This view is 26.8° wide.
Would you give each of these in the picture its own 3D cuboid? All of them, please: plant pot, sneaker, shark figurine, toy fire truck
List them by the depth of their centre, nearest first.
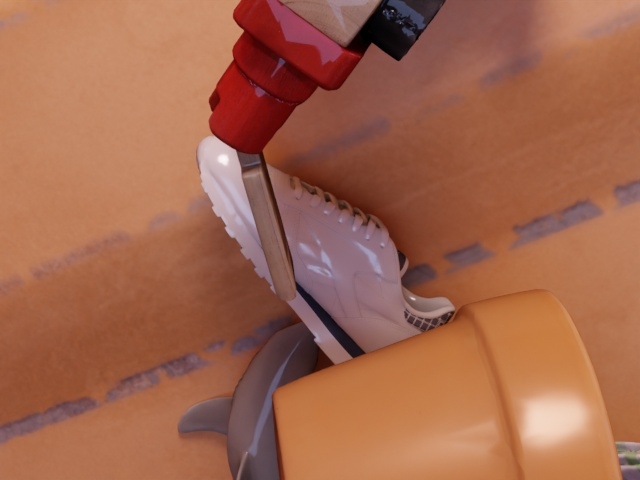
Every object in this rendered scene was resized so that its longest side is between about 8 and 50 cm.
[{"bbox_3d":[-0.007,-0.110,0.893,0.158,0.217,0.246,36,115,-5],"label":"toy fire truck"},{"bbox_3d":[0.077,0.188,0.937,0.203,0.291,0.291,-6,112,-4],"label":"plant pot"},{"bbox_3d":[0.000,0.000,1.019,0.095,0.090,0.235,-37,108,14],"label":"sneaker"},{"bbox_3d":[-0.029,0.217,1.095,0.166,0.116,0.278,-19,106,20],"label":"shark figurine"}]

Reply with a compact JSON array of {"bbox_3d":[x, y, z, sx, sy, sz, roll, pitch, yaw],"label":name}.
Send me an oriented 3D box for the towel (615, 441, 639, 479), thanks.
[{"bbox_3d":[0.344,0.241,0.967,0.248,0.038,0.325,54,150,-13],"label":"towel"}]
